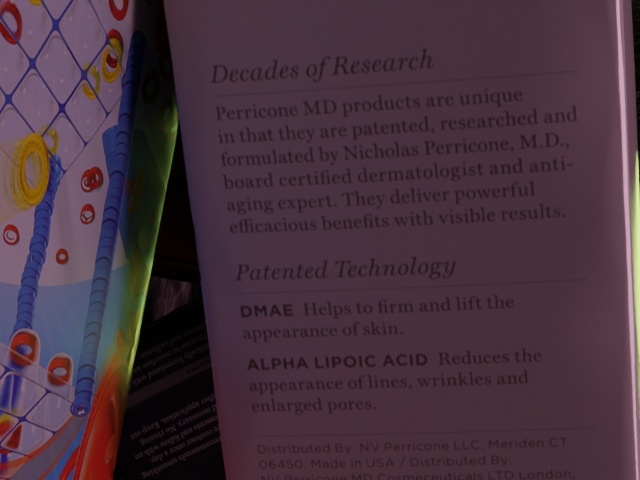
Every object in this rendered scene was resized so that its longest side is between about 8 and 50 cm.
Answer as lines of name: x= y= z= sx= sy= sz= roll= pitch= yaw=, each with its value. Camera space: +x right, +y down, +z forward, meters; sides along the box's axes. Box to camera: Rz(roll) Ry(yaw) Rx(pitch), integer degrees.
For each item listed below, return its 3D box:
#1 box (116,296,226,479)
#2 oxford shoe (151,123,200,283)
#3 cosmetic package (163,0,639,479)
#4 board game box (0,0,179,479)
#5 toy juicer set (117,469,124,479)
box: x=-0.042 y=0.116 z=0.766 sx=0.158 sy=0.093 sz=0.156 roll=64 pitch=6 yaw=7
oxford shoe: x=-0.047 y=-0.042 z=0.723 sx=0.348 sy=0.123 sz=0.130 roll=27 pitch=67 yaw=-81
cosmetic package: x=0.038 y=-0.095 z=0.535 sx=0.217 sy=0.156 sz=0.385 roll=-62 pitch=146 yaw=-71
board game box: x=-0.130 y=0.023 z=0.375 sx=0.308 sy=0.086 sz=0.301 roll=40 pitch=60 yaw=-79
toy juicer set: x=-0.111 y=0.298 z=0.752 sx=0.329 sy=0.090 sz=0.209 roll=-72 pitch=167 yaw=-47
